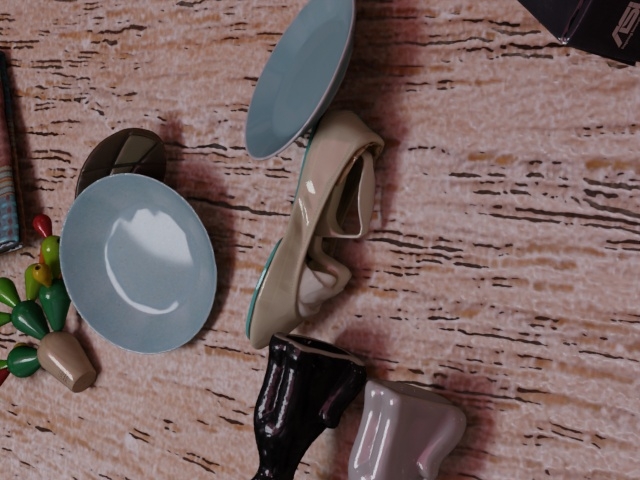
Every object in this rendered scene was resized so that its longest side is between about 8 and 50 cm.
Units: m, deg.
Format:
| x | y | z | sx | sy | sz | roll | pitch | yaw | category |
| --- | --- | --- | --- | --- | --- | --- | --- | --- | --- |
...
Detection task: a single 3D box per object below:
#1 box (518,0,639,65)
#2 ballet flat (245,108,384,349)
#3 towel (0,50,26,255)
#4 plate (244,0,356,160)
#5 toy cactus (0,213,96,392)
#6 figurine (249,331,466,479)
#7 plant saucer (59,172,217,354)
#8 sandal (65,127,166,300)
| x | y | z | sx | sy | sz | roll | pitch | yaw | category |
| --- | --- | --- | --- | --- | --- | --- | --- | --- | --- |
| 0.201 | -0.373 | 1.392 | 0.318 | 0.097 | 0.395 | -61 | 39 | 24 | box |
| 0.000 | 0.000 | 1.640 | 0.086 | 0.086 | 0.248 | 30 | 108 | 43 | ballet flat |
| -0.527 | -0.056 | 2.103 | 0.370 | 0.040 | 0.271 | -20 | 67 | 19 | towel |
| -0.014 | -0.156 | 1.656 | 0.188 | 0.024 | 0.188 | -47 | 27 | 34 | plate |
| -0.322 | 0.098 | 1.963 | 0.180 | 0.112 | 0.219 | 44 | 110 | 27 | toy cactus |
| 0.013 | 0.215 | 1.580 | 0.215 | 0.092 | 0.209 | 22 | 96 | 44 | figurine |
| -0.184 | 0.022 | 1.826 | 0.195 | 0.037 | 0.195 | 6 | 104 | 26 | plant saucer |
| -0.225 | -0.027 | 1.885 | 0.060 | 0.090 | 0.219 | -95 | 18 | -63 | sandal |
